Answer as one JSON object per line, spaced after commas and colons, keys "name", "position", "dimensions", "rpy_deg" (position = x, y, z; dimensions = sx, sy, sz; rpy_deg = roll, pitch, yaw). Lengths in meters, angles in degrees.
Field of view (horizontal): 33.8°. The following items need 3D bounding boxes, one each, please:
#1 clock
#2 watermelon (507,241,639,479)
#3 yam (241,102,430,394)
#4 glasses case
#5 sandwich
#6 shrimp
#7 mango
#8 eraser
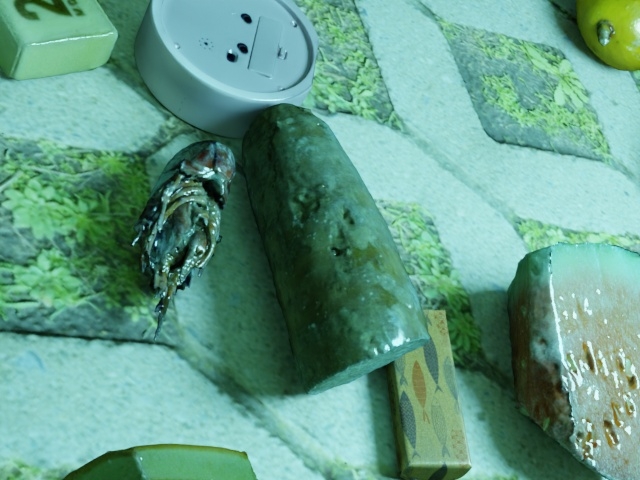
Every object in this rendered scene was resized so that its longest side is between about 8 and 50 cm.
{"name": "clock", "position": [-0.100, -0.207, 1.151], "dimensions": [0.197, 0.068, 0.196], "rpy_deg": [15, 51, -20]}
{"name": "watermelon", "position": [0.265, 0.135, 1.073], "dimensions": [0.193, 0.140, 0.256], "rpy_deg": [13, 60, -27]}
{"name": "yam", "position": [0.000, 0.000, 1.019], "dimensions": [0.133, 0.133, 0.330], "rpy_deg": [0, 52, -30]}
{"name": "glasses case", "position": [0.097, 0.146, 1.013], "dimensions": [0.065, 0.041, 0.169], "rpy_deg": [4, 54, -13]}
{"name": "sandwich", "position": [-0.135, 0.241, 0.828], "dimensions": [0.187, 0.144, 0.117], "rpy_deg": [27, 33, -62]}
{"name": "shrimp", "position": [-0.128, -0.002, 0.977], "dimensions": [0.090, 0.079, 0.232], "rpy_deg": [51, 36, -42]}
{"name": "mango", "position": [0.465, -0.335, 1.536], "dimensions": [0.177, 0.119, 0.317], "rpy_deg": [34, 41, 8]}
{"name": "eraser", "position": [-0.299, -0.248, 1.075], "dimensions": [0.117, 0.058, 0.172], "rpy_deg": [-19, 67, -39]}
